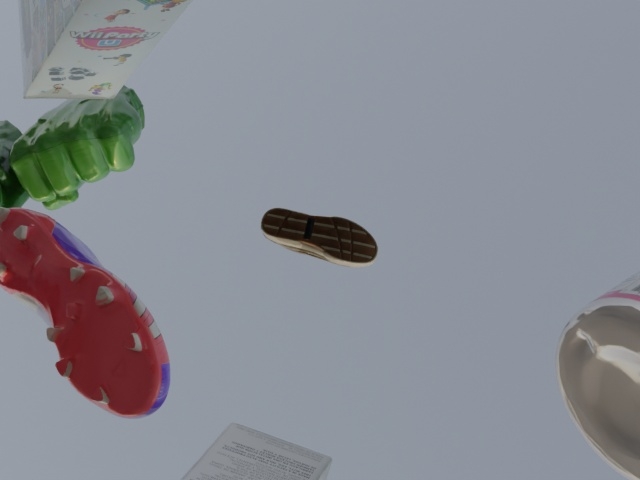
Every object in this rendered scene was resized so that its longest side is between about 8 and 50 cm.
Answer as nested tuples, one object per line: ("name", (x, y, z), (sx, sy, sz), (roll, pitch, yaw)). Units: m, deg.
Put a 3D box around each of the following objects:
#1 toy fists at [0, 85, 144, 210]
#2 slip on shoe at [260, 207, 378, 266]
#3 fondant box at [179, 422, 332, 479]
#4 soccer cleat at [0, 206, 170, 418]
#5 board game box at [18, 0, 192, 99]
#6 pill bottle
("toy fists", (-0.318, -0.080, 1.503), (0.279, 0.142, 0.096), (-14, -72, 17))
("slip on shoe", (0.000, 0.000, 1.553), (0.135, 0.041, 0.051), (12, -109, 11))
("fondant box", (-0.102, 0.304, 1.011), (0.096, 0.330, 0.238), (19, -73, 11))
("soccer cleat", (-0.173, 0.052, 1.063), (0.248, 0.095, 0.083), (37, -80, 39))
("board game box", (-0.189, -0.270, 1.193), (0.303, 0.098, 0.224), (150, -64, -64))
("pill bottle", (0.337, 0.068, 1.125), (0.160, 0.283, 0.160), (34, -42, 38))
